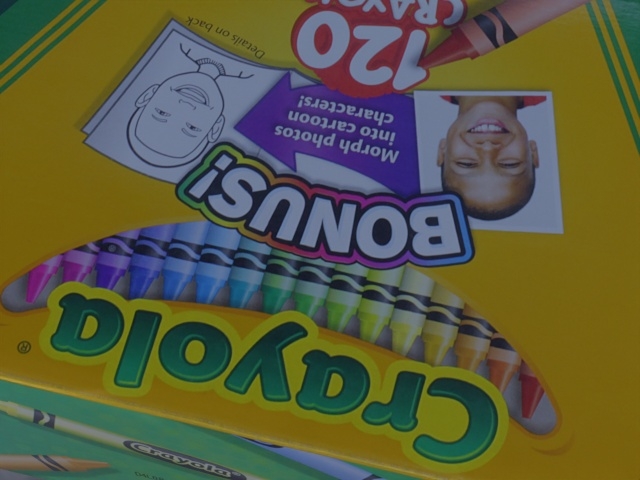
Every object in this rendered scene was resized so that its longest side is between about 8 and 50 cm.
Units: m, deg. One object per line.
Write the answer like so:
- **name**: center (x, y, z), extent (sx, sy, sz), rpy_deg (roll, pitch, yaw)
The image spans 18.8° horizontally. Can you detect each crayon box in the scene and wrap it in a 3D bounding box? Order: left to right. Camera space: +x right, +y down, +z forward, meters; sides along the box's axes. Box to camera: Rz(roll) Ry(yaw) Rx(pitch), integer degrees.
- **crayon box**: center (0.000, 0.000, 0.578), extent (0.081, 0.278, 0.165), rpy_deg (89, 15, -62)
